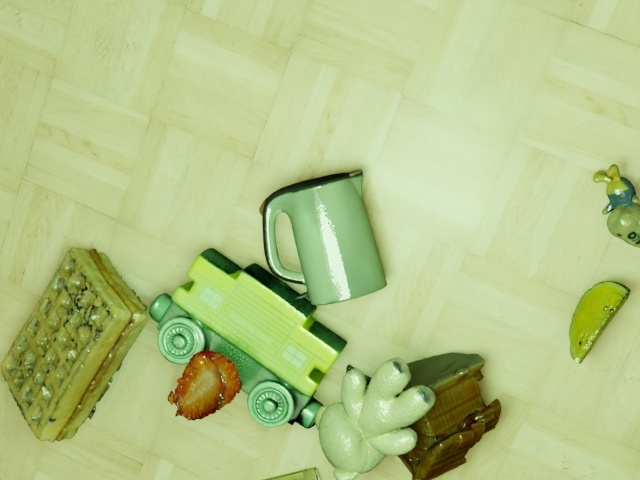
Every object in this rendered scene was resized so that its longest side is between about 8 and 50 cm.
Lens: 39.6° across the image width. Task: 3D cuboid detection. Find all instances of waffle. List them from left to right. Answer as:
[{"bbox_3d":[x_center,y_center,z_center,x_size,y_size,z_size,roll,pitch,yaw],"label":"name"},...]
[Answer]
[{"bbox_3d":[-0.556,0.227,1.988,0.261,0.114,0.376,46,110,37],"label":"waffle"}]

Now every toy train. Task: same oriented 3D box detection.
[{"bbox_3d":[-0.147,0.205,1.912,0.442,0.179,0.272,35,98,5],"label":"toy train"}]

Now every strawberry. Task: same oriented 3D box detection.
[{"bbox_3d":[-0.232,0.294,1.814,0.188,0.082,0.121,-40,74,38],"label":"strawberry"}]

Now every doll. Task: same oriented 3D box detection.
[{"bbox_3d":[0.116,0.351,1.775,0.278,0.149,0.175,-47,48,32],"label":"doll"},{"bbox_3d":[0.591,-0.059,1.730,0.089,0.102,0.179,-36,90,-22],"label":"doll"}]

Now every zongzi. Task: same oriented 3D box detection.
[{"bbox_3d":[0.068,0.327,1.946,0.067,0.073,0.083,28,66,7],"label":"zongzi"}]

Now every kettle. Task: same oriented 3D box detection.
[{"bbox_3d":[0.000,0.000,1.829,0.240,0.165,0.255,-15,97,4],"label":"kettle"}]

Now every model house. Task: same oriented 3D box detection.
[{"bbox_3d":[0.248,0.371,1.854,0.199,0.220,0.229,-23,103,-25],"label":"model house"}]

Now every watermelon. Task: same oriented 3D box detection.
[{"bbox_3d":[0.546,0.145,1.777,0.075,0.092,0.181,35,115,19],"label":"watermelon"}]

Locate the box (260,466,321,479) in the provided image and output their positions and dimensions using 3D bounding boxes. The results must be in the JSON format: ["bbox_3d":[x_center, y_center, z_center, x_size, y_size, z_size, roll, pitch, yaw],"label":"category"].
[{"bbox_3d":[-0.063,0.568,2.033,0.149,0.020,0.073,-17,95,16],"label":"box"}]
